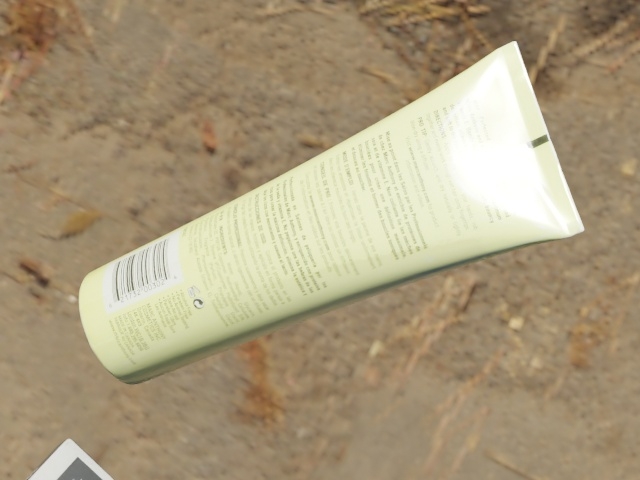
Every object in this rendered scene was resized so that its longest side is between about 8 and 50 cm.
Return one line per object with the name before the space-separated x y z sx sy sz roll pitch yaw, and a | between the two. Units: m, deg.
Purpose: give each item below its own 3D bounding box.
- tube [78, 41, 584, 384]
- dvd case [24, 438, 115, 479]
tube | 0.000 0.000 0.751 0.070 0.240 0.062 55 24 -23
dvd case | -0.160 0.289 1.224 0.239 0.029 0.179 44 46 -3
